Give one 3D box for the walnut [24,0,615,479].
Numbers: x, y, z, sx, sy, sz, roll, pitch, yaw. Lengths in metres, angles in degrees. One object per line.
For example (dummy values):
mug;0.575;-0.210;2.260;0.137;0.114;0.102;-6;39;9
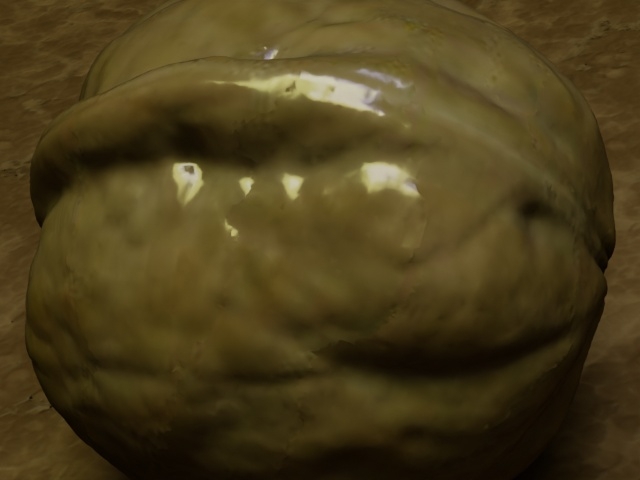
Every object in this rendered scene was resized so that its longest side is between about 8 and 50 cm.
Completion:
walnut;0.000;0.000;0.895;0.381;0.381;0.381;-7;33;4
